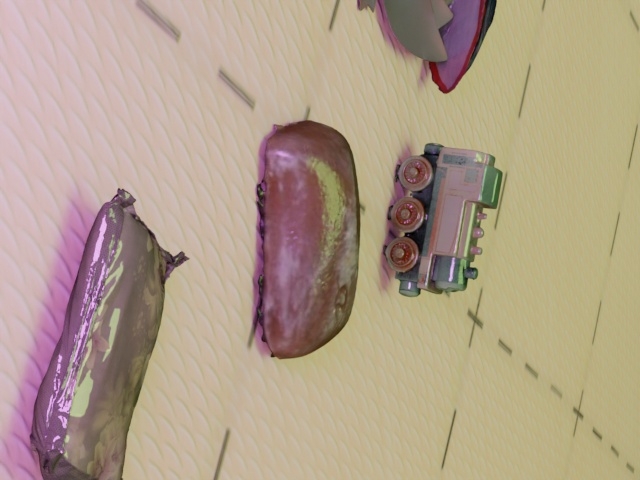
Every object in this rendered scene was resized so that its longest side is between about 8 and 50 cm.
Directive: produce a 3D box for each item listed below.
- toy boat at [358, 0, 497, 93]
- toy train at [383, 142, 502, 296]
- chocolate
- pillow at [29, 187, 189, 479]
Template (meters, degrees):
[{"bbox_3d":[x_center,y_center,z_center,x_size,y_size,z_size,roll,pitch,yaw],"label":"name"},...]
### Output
[{"bbox_3d":[0.136,-0.276,2.033,0.318,0.072,0.219,-39,129,-53],"label":"toy boat"},{"bbox_3d":[0.149,-0.023,2.069,0.081,0.125,0.194,19,80,-63],"label":"toy train"},{"bbox_3d":[0.001,0.001,1.787,0.161,0.083,0.261,-33,126,-62],"label":"chocolate"},{"bbox_3d":[-0.185,0.098,1.425,0.169,0.059,0.255,45,55,-62],"label":"pillow"}]
